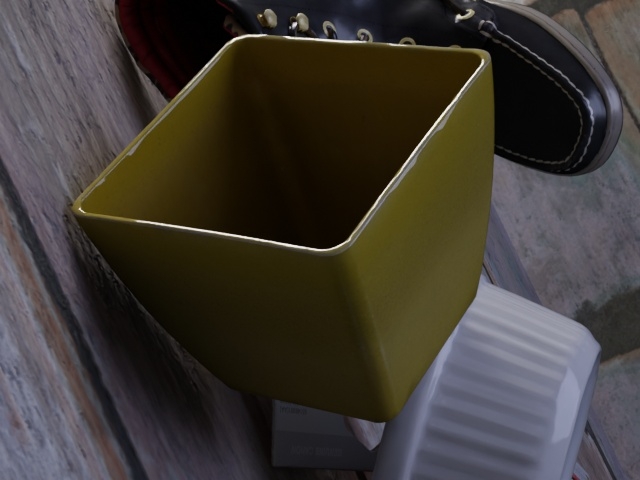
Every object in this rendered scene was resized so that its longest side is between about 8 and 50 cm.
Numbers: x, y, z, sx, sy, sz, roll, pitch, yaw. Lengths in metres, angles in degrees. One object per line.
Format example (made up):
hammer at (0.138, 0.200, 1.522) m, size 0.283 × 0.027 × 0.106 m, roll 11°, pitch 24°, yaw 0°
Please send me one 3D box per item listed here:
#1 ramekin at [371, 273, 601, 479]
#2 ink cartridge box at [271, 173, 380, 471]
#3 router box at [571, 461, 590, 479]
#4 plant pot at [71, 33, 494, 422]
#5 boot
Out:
ramekin at (0.128, 0.167, 1.151) m, size 0.273 × 0.127 × 0.273 m, roll 16°, pitch 90°, yaw -76°
ink cartridge box at (0.019, 0.063, 1.258) m, size 0.296 × 0.066 × 0.261 m, roll 17°, pitch 72°, yaw -57°
router box at (0.293, 0.378, 1.797) m, size 0.335 × 0.082 × 0.301 m, roll 46°, pitch 22°, yaw -53°
plant pot at (0.000, 0.000, 1.018) m, size 0.212 × 0.212 × 0.187 m, roll -52°, pitch 137°, yaw -37°
boot at (0.037, -0.148, 1.259) m, size 0.377 × 0.138 × 0.284 m, roll 39°, pitch 37°, yaw 28°
